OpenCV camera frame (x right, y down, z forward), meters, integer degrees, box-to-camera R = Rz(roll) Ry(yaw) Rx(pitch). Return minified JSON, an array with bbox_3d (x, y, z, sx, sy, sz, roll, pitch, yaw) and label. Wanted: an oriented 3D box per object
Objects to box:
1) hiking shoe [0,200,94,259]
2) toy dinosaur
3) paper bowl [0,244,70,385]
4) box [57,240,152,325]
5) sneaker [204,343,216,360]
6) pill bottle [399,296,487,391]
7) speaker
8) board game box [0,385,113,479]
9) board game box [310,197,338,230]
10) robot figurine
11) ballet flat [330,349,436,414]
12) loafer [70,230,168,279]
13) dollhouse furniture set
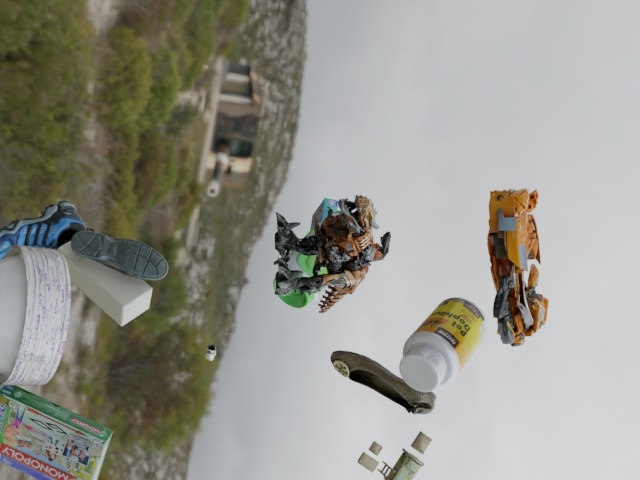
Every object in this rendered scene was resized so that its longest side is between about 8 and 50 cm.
[{"bbox_3d":[-0.811,0.002,2.257,0.132,0.304,0.113,46,-24,22],"label":"hiking shoe"},{"bbox_3d":[0.021,0.043,1.527,0.164,0.218,0.322,-103,-165,-60],"label":"toy dinosaur"},{"bbox_3d":[-0.620,0.150,1.605,0.284,0.148,0.285,-16,-110,52],"label":"paper bowl"},{"bbox_3d":[-0.605,0.106,2.212,0.113,0.275,0.094,-34,155,-41],"label":"box"},{"bbox_3d":[-0.303,0.305,2.213,0.083,0.031,0.037,-112,-139,-72],"label":"sneaker"},{"bbox_3d":[0.239,0.206,1.560,0.215,0.117,0.117,-38,152,-49],"label":"pill bottle"},{"bbox_3d":[-0.002,0.046,2.106,0.296,0.131,0.131,-48,168,-39],"label":"speaker"},{"bbox_3d":[-0.664,0.470,1.878,0.046,0.317,0.214,-63,176,-62],"label":"board game box"},{"bbox_3d":[0.000,0.000,2.324,0.160,0.047,0.210,128,-27,-68],"label":"board game box"},{"bbox_3d":[0.362,0.050,1.456,0.211,0.085,0.291,-10,95,-64],"label":"robot figurine"},{"bbox_3d":[0.130,0.311,1.714,0.058,0.249,0.084,-59,170,-30],"label":"ballet flat"},{"bbox_3d":[-0.546,0.042,2.170,0.084,0.267,0.096,138,-29,-71],"label":"loafer"},{"bbox_3d":[0.226,0.630,2.362,0.182,0.160,0.101,-56,-178,-6],"label":"dollhouse furniture set"}]
